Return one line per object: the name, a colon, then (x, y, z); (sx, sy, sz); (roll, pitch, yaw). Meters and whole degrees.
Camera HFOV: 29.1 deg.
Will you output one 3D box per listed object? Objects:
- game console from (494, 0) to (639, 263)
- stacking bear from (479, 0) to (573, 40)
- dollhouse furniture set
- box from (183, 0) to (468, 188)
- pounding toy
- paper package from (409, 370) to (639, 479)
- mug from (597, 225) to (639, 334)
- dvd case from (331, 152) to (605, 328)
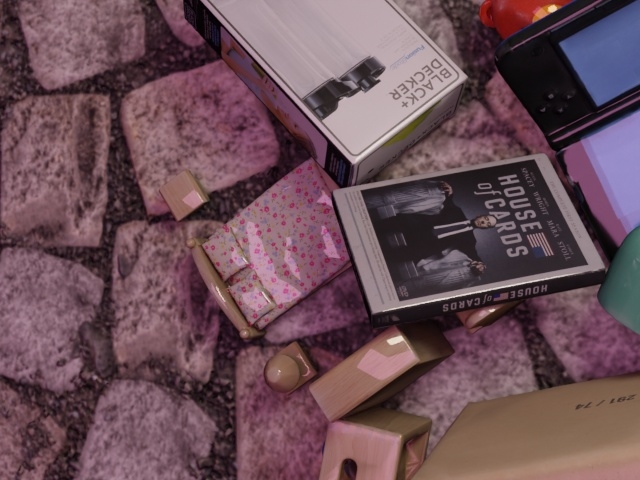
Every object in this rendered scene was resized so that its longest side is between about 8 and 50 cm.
game console: (0.362, -0.138, 1.219); (0.293, 0.250, 0.173); (-28, 54, 17)
stacking bear: (0.291, -0.300, 1.249); (0.175, 0.164, 0.289); (33, 116, -22)
dollhouse furniture set: (0.000, 0.000, 1.339); (0.303, 0.174, 0.355); (-37, 78, 15)
box: (0.002, -0.212, 1.350); (0.169, 0.087, 0.290); (-37, 76, -16)
pounding toy: (0.034, 0.279, 1.306); (0.094, 0.206, 0.181); (11, 93, 20)
paper package: (0.279, 0.235, 1.160); (0.325, 0.309, 0.168); (-13, 93, 20)
mug: (0.365, 0.045, 1.221); (0.158, 0.129, 0.097); (28, 112, 20)
dvd case: (0.146, -0.004, 1.262); (0.239, 0.029, 0.179); (-11, 47, -7)
